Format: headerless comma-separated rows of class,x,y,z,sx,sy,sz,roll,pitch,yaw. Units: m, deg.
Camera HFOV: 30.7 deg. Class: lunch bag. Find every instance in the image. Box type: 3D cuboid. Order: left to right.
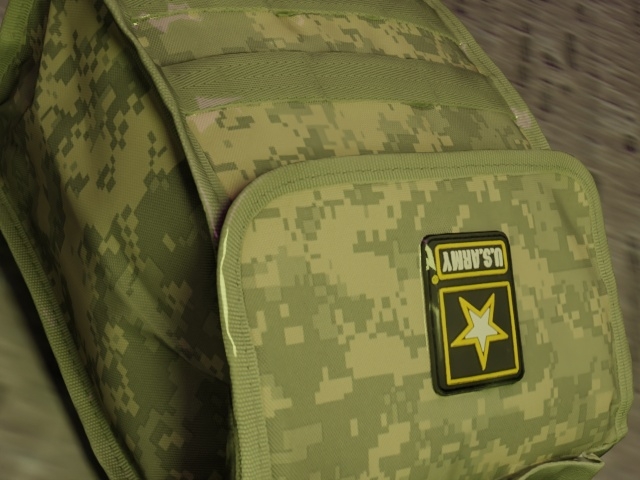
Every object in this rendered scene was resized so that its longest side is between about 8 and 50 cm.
lunch bag,0.000,0.000,0.534,0.235,0.169,0.287,-5,53,-41
